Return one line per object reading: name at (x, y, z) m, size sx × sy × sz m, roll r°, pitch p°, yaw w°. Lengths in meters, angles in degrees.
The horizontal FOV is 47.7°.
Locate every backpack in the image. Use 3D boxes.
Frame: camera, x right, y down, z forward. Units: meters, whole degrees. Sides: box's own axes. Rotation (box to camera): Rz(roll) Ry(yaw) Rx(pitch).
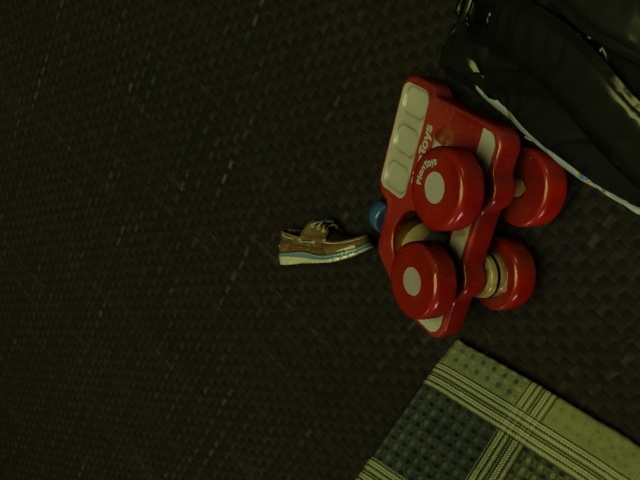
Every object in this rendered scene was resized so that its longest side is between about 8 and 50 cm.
backpack at (0.341, -0.180, 0.738) m, size 0.290 × 0.273 × 0.356 m, roll -59°, pitch 42°, yaw 30°

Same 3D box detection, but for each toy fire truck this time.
toy fire truck at (0.159, -0.042, 0.964) m, size 0.254 × 0.169 × 0.302 m, roll 47°, pitch 133°, yaw 50°

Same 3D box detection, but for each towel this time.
towel at (0.230, 0.333, 0.951) m, size 0.324 × 0.312 × 0.056 m, roll 31°, pitch 163°, yaw 27°

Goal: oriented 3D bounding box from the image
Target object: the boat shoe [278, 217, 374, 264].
boat shoe at (0.000, 0.000, 1.134) m, size 0.183 × 0.066 × 0.066 m, roll -8°, pitch 95°, yaw 38°
